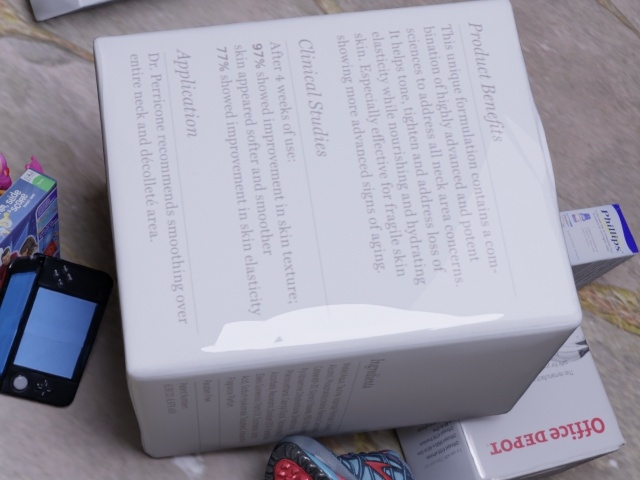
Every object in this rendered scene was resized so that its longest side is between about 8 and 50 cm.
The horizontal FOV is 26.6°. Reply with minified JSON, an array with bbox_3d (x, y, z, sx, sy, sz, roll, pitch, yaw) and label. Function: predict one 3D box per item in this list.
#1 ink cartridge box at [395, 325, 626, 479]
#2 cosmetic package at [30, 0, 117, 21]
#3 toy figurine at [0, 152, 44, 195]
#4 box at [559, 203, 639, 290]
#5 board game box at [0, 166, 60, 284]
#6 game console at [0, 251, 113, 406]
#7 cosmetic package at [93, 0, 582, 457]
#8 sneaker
[{"bbox_3d":[0.185,0.131,1.570,0.223,0.129,0.307,-7,70,-34],"label":"ink cartridge box"},{"bbox_3d":[-0.240,-0.465,1.530,0.284,0.097,0.377,-27,105,-44],"label":"cosmetic package"},{"bbox_3d":[-0.358,-0.063,1.364,0.159,0.130,0.173,3,40,-45],"label":"toy figurine"},{"bbox_3d":[0.302,0.017,1.702,0.137,0.126,0.072,-7,70,-35],"label":"box"},{"bbox_3d":[-0.321,0.042,1.297,0.035,0.136,0.201,26,51,12],"label":"board game box"},{"bbox_3d":[-0.268,0.091,1.299,0.124,0.085,0.144,18,95,-24],"label":"game console"},{"bbox_3d":[0.000,0.000,1.315,0.394,0.327,0.329,-6,69,-6],"label":"cosmetic package"},{"bbox_3d":[0.038,0.267,1.425,0.262,0.104,0.125,46,40,-32],"label":"sneaker"}]
